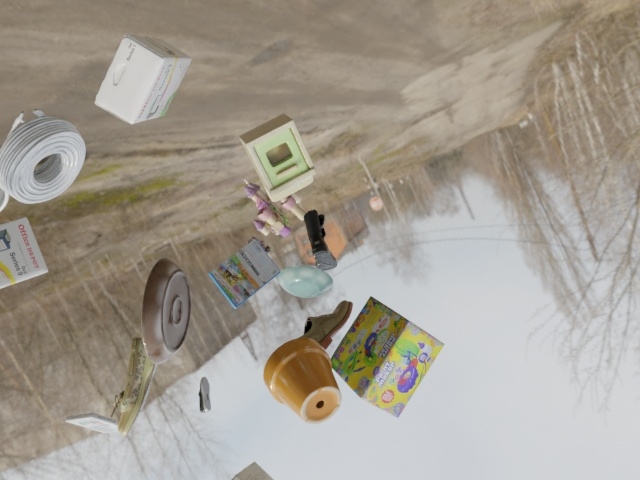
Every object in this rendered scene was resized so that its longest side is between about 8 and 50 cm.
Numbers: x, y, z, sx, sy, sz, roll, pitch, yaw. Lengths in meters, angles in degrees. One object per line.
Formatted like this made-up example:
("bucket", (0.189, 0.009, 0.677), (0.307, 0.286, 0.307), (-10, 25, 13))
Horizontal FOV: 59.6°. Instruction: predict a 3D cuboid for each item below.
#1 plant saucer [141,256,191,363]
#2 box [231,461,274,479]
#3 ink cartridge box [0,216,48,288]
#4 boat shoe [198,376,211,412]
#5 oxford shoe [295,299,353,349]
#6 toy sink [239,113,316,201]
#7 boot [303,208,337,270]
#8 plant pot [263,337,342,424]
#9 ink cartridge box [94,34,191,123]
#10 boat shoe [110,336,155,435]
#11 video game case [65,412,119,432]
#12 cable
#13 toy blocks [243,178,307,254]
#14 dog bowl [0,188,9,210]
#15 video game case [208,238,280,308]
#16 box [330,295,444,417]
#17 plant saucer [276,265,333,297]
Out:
("plant saucer", (-0.441, 0.205, 1.640), (0.050, 0.311, 0.310), (1, -173, 7))
("box", (-0.242, 0.804, 1.714), (0.182, 0.119, 0.181), (-52, 166, 0))
("ink cartridge box", (-0.825, 0.046, 1.409), (0.212, 0.155, 0.093), (-22, -172, -32))
("boat shoe", (-0.468, 0.615, 2.227), (0.040, 0.142, 0.049), (-21, 150, 15))
("oxford shoe", (0.016, 0.323, 2.179), (0.348, 0.130, 0.123), (-46, 173, -50))
("toy sink", (-0.111, -0.223, 1.626), (0.152, 0.234, 0.131), (-28, -153, -6))
("boot", (0.000, 0.000, 2.379), (0.094, 0.207, 0.246), (-14, 154, 6))
("plant pot", (-0.037, 0.416, 1.603), (0.205, 0.205, 0.188), (-27, -148, -14))
("ink cartridge box", (-0.484, -0.448, 1.553), (0.202, 0.117, 0.278), (-58, -173, 16))
("boat shoe", (-0.552, 0.429, 1.652), (0.089, 0.286, 0.104), (18, 172, -8))
("video game case", (-0.702, 0.579, 1.767), (0.157, 0.143, 0.019), (-19, -131, 35))
("cable", (-0.768, -0.221, 1.548), (0.257, 0.089, 0.257), (-54, 168, 8))
("toy blocks", (-0.258, -0.142, 2.504), (0.309, 0.260, 0.289), (-44, -157, 11))
("dog bowl", (-1.026, -0.173, 1.575), (0.264, 0.104, 0.265), (-12, 145, -9))
("video game case", (-0.204, 0.088, 1.514), (0.166, 0.119, 0.015), (-39, -175, -28))
("box", (0.214, 0.387, 1.901), (0.290, 0.177, 0.279), (-57, -156, -2))
("plant saucer", (-0.054, 0.151, 1.884), (0.194, 0.195, 0.038), (-24, -135, 37))
